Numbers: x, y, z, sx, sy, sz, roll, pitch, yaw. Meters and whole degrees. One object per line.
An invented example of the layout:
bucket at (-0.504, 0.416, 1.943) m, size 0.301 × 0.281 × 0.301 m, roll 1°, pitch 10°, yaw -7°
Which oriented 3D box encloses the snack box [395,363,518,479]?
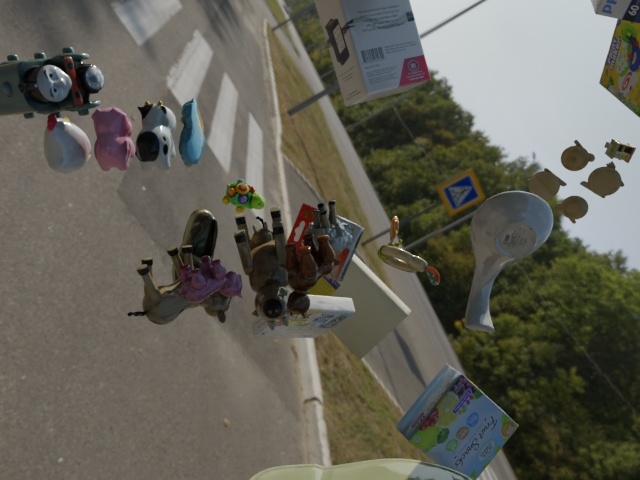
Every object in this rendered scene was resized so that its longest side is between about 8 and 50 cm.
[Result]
snack box at (0.289, 0.390, 1.198) m, size 0.207 × 0.174 × 0.070 m, roll 42°, pitch -5°, yaw -23°

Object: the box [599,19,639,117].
box at (0.908, -0.489, 1.474) m, size 0.279 × 0.176 × 0.290 m, roll -105°, pitch -172°, yaw -47°

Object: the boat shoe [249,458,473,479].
boat shoe at (0.059, 0.402, 0.835) m, size 0.127 × 0.339 × 0.113 m, roll -44°, pitch 127°, yaw -80°

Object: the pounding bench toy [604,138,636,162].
pounding bench toy at (0.936, -0.285, 1.784) m, size 0.083 × 0.065 × 0.052 m, roll -83°, pitch -172°, yaw -62°

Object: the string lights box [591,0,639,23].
string lights box at (0.576, -0.398, 0.876) m, size 0.077 × 0.259 × 0.133 m, roll -72°, pitch 174°, yaw -45°

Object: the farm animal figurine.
farm animal figurine at (-0.119, 0.065, 1.001) m, size 0.327 × 0.330 × 0.172 m, roll -65°, pitch 148°, yaw -65°

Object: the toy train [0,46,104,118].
toy train at (-0.614, -0.315, 1.184) m, size 0.190 × 0.333 × 0.142 m, roll -39°, pitch 127°, yaw -56°

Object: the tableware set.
tableware set at (0.537, -0.122, 1.208) m, size 0.141 × 0.169 × 0.020 m, roll 45°, pitch 36°, yaw 4°

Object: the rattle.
rattle at (0.277, 0.032, 1.647) m, size 0.199 × 0.143 × 0.130 m, roll 14°, pitch -36°, yaw 32°

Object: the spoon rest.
spoon rest at (0.319, 0.033, 1.024) m, size 0.084 × 0.137 × 0.277 m, roll -81°, pitch -177°, yaw -59°

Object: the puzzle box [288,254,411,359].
puzzle box at (0.090, 0.198, 2.053) m, size 0.409 × 0.272 × 0.052 m, roll 46°, pitch 28°, yaw 7°

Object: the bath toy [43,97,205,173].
bath toy at (-0.435, -0.233, 1.238) m, size 0.152 × 0.347 × 0.129 m, roll -93°, pitch 178°, yaw -46°

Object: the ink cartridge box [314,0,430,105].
ink cartridge box at (0.110, -0.425, 1.198) m, size 0.100 × 0.171 × 0.237 m, roll -6°, pitch -77°, yaw 64°

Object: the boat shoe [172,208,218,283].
boat shoe at (-0.296, 0.038, 1.359) m, size 0.080 × 0.224 × 0.073 m, roll 9°, pitch 11°, yaw -35°

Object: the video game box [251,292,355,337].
video game box at (-0.046, 0.199, 1.474) m, size 0.205 × 0.187 × 0.048 m, roll 9°, pitch 58°, yaw -36°

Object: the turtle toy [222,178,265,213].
turtle toy at (-0.224, -0.132, 1.696) m, size 0.130 × 0.095 × 0.066 m, roll 33°, pitch -37°, yaw 2°

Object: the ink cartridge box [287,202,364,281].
ink cartridge box at (0.000, 0.000, 1.400) m, size 0.179 × 0.146 × 0.045 m, roll 24°, pitch 3°, yaw 18°
